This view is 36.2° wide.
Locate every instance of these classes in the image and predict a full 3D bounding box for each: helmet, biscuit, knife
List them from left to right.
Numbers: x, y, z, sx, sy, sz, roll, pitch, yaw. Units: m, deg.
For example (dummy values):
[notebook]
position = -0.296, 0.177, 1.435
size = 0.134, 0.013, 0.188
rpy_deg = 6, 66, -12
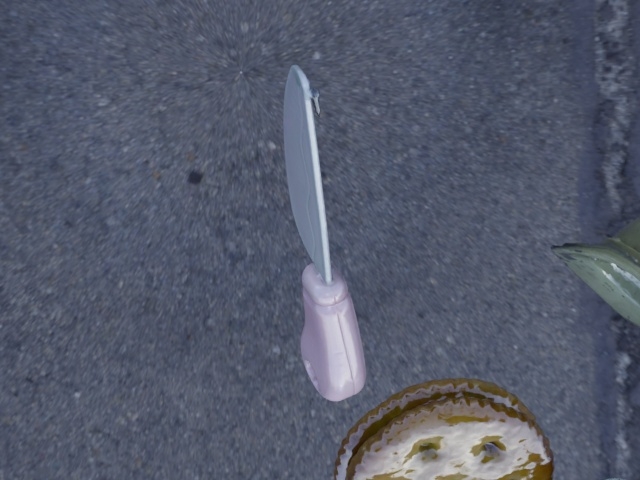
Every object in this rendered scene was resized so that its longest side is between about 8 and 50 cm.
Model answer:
[knife]
position = -0.001, -0.001, 0.755
size = 0.043, 0.081, 0.335
rpy_deg = -20, 133, -16
[biscuit]
position = 0.123, 0.232, 0.975
size = 0.221, 0.066, 0.220
rpy_deg = -4, 122, -6
[helmet]
position = 0.353, 0.027, 0.896
size = 0.204, 0.257, 0.137
rpy_deg = 38, 91, -32

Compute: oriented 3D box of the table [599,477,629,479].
[table]
position = 0.260, 0.349, 1.005
size = 0.126, 0.126, 0.220
rpy_deg = 24, 135, -8
